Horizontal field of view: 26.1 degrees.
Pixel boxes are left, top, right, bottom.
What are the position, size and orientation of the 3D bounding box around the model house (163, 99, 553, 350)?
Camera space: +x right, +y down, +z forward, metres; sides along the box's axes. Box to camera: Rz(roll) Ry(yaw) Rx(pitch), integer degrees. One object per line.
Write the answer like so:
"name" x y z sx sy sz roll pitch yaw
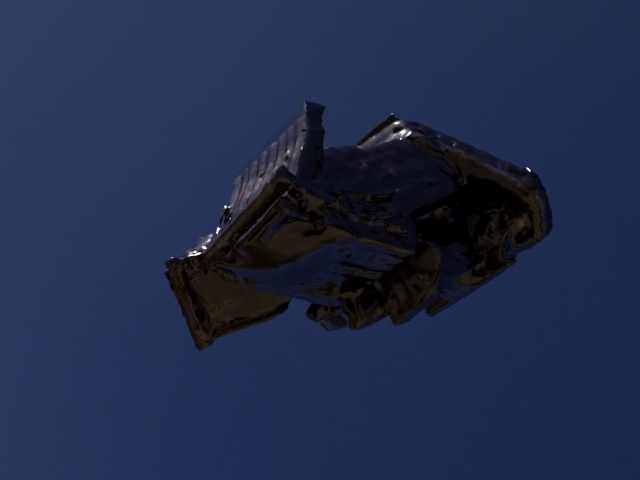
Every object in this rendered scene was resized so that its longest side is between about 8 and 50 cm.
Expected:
"model house" 0.003 0.010 0.798 0.141 0.164 0.203 52 -38 6
